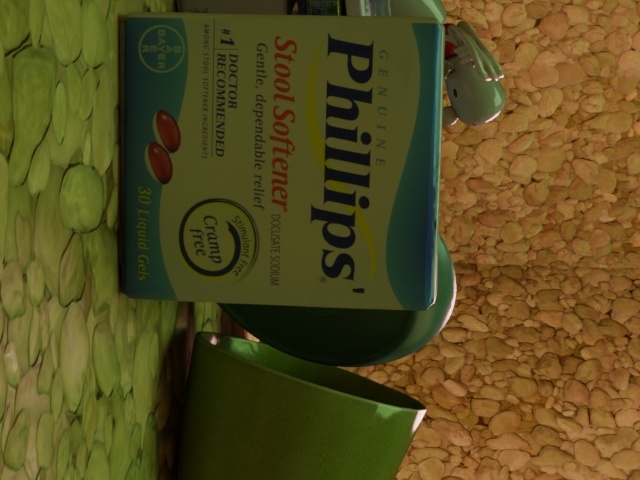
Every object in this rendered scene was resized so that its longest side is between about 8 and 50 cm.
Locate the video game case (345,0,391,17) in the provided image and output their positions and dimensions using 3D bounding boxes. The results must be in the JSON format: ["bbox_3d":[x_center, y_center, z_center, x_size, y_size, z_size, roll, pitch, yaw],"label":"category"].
[{"bbox_3d":[0.060,-0.206,1.334,0.190,0.022,0.173,-45,130,-74],"label":"video game case"}]

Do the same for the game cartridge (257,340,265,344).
[{"bbox_3d":[0.017,0.115,1.687,0.053,0.323,0.285,53,10,-4],"label":"game cartridge"}]

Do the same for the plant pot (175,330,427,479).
[{"bbox_3d":[-0.055,0.284,1.357,0.275,0.274,0.294,18,90,-84],"label":"plant pot"}]

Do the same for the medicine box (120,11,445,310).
[{"bbox_3d":[-0.031,-0.077,1.138,0.149,0.289,0.264,-44,135,-81],"label":"medicine box"}]

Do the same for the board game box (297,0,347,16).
[{"bbox_3d":[0.001,-0.339,1.305,0.194,0.060,0.194,-71,160,-71],"label":"board game box"}]

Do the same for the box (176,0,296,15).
[{"bbox_3d":[-0.081,-0.359,1.390,0.311,0.121,0.148,-79,169,-58],"label":"box"}]

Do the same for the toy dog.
[{"bbox_3d":[0.086,-0.271,1.548,0.334,0.161,0.220,55,7,10],"label":"toy dog"}]

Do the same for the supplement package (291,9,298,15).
[{"bbox_3d":[-0.038,-0.135,1.469,0.262,0.204,0.145,85,9,-50],"label":"supplement package"}]

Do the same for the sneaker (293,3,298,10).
[{"bbox_3d":[-0.041,-0.329,1.633,0.131,0.111,0.297,28,63,-34],"label":"sneaker"}]

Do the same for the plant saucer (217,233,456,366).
[{"bbox_3d":[-0.010,0.035,1.320,0.318,0.317,0.044,86,22,-43],"label":"plant saucer"}]
